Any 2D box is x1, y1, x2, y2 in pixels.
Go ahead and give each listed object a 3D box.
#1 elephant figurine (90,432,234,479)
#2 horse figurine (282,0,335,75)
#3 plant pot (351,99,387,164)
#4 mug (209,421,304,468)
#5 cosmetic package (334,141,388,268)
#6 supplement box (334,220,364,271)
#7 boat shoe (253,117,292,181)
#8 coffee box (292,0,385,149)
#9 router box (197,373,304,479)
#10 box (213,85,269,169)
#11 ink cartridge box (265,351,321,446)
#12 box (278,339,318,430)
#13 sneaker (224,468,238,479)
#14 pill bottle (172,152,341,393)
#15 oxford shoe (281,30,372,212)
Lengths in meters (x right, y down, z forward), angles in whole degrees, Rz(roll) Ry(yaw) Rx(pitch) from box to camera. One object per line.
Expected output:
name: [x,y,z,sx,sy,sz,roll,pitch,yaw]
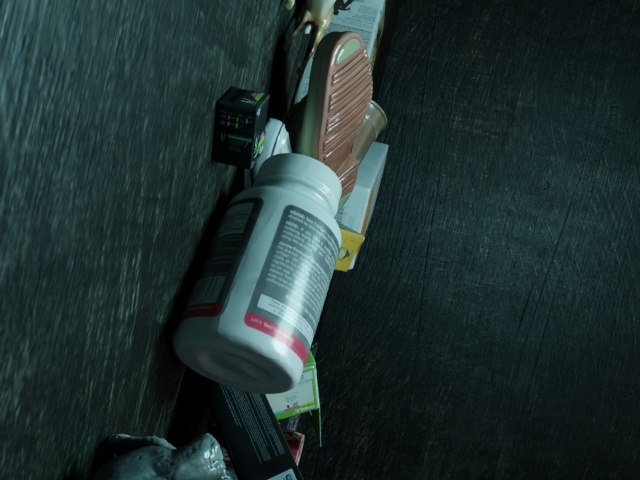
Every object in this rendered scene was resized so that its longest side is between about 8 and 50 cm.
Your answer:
elephant figurine: [-0.181,0.289,0.786,0.169,0.186,0.239,-35,-176,-25]
horse figurine: [-0.009,-0.390,1.154,0.263,0.066,0.174,98,14,-61]
plant pot: [0.037,-0.219,1.597,0.167,0.167,0.165,88,26,-70]
mug: [-0.125,0.396,1.385,0.150,0.169,0.113,0,104,-84]
cosmetic package: [0.067,-0.123,2.012,0.453,0.162,0.230,-64,167,-65]
supplement box: [0.000,0.000,1.268,0.078,0.080,0.233,-62,158,4]
boat shoe: [-0.061,-0.096,1.234,0.267,0.088,0.096,97,9,-51]
coffee box: [0.039,-0.339,1.449,0.168,0.119,0.297,79,26,-78]
router box: [-0.095,0.333,1.120,0.243,0.081,0.308,95,-30,-61]
box: [-0.100,-0.143,0.931,0.062,0.052,0.083,-69,170,-58]
ink cartridge box: [-0.072,0.241,1.304,0.188,0.097,0.255,-116,-164,-45]
box: [-0.103,0.483,2.153,0.318,0.097,0.394,33,71,-82]
sneaker: [-0.219,0.498,1.224,0.122,0.110,0.283,-59,-179,30]
pill bottle: [-0.071,0.037,1.025,0.176,0.177,0.318,94,12,-58]
oxford shoe: [-0.013,-0.197,1.252,0.140,0.147,0.396,-40,155,-34]
